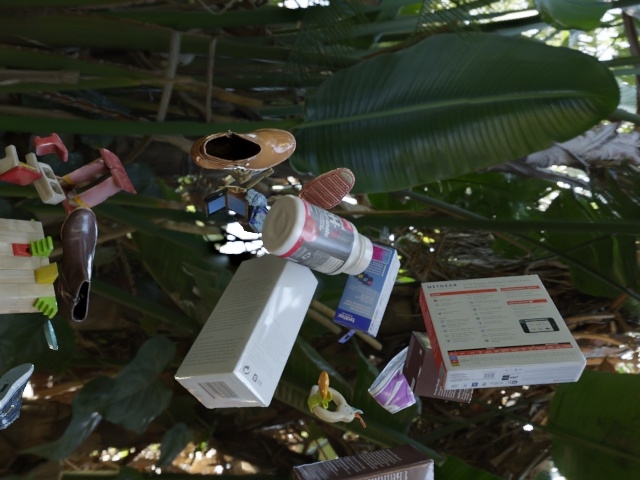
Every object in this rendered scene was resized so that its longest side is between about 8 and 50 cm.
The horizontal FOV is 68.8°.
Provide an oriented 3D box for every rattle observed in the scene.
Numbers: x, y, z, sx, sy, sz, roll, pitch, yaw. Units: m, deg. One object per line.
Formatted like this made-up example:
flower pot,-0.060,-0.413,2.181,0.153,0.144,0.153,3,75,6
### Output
rattle,0.072,0.481,1.428,0.130,0.199,0.143,-72,-174,-83

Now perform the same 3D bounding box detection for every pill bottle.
pill bottle,0.000,0.000,1.380,0.176,0.318,0.176,-27,-128,41

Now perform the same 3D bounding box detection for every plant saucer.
plant saucer,-1.016,0.358,1.755,0.119,0.021,0.119,39,-43,50

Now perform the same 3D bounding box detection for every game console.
game console,-0.316,-0.107,1.573,0.085,0.124,0.144,55,-21,14

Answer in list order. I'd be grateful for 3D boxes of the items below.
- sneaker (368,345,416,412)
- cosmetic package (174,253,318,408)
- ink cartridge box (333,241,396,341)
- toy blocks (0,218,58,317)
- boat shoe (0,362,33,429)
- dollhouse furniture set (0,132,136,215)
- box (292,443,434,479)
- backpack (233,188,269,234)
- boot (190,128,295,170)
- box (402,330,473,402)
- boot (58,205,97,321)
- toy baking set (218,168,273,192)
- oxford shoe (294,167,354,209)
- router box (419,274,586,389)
sneaker,0.326,0.535,1.800,0.161,0.282,0.102,44,-22,6
cosmetic package,-0.197,0.246,1.367,0.230,0.161,0.453,-14,-145,33
ink cartridge box,0.182,0.228,1.855,0.270,0.151,0.396,50,57,-70
toy blocks,-0.981,0.073,1.413,0.191,0.261,0.381,-42,-119,30
boat shoe,-0.824,0.413,1.250,0.183,0.065,0.083,-95,-179,-68
dollhouse furniture set,-0.748,-0.189,1.404,0.152,0.201,0.374,61,1,4
box,0.121,0.708,1.291,0.143,0.381,0.191,174,-85,-71
backpack,-0.282,-0.128,2.028,0.158,0.116,0.173,63,42,-64
boot,-0.168,-0.229,1.128,0.220,0.283,0.109,-168,-106,-69
box,0.416,0.435,1.622,0.167,0.203,0.169,-106,-152,-78
boot,-0.608,0.056,1.197,0.207,0.090,0.248,34,-69,47
toy baking set,-0.335,-0.283,2.062,0.256,0.197,0.030,12,-31,37
oxford shoe,-0.016,-0.196,1.900,0.397,0.140,0.146,-29,-157,35
router box,0.457,0.231,1.232,0.301,0.335,0.082,-92,178,-51
